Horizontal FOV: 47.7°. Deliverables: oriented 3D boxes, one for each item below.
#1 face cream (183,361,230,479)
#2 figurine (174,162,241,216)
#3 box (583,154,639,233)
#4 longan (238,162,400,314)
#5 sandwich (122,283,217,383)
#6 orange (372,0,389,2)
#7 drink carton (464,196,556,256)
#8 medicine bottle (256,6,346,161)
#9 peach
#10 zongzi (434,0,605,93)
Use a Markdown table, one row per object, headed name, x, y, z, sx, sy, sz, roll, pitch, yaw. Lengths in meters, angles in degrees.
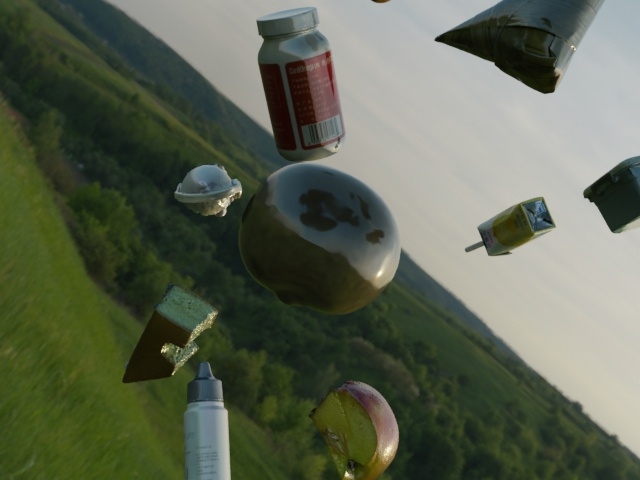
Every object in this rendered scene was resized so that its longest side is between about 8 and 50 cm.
| name | x | y | z | sx | sy | sz | roll | pitch | yaw |
| --- | --- | --- | --- | --- | --- | --- | --- | --- | --- |
| face cream | -0.226 | 0.396 | 1.438 | 0.092 | 0.092 | 0.311 | 36 | 45 | -63 |
| figurine | -0.276 | -0.117 | 1.789 | 0.237 | 0.163 | 0.141 | -132 | -145 | -79 |
| box | 0.668 | -0.108 | 1.462 | 0.162 | 0.227 | 0.130 | 124 | -51 | -63 |
| longan | 0.000 | 0.000 | 1.620 | 0.361 | 0.361 | 0.361 | 41 | 3 | -2 |
| sandwich | -0.346 | 0.231 | 1.615 | 0.128 | 0.235 | 0.122 | 32 | 24 | 3 |
| orange | 0.153 | -0.634 | 1.815 | 0.085 | 0.085 | 0.085 | 41 | 3 | -2 |
| drink carton | 0.361 | -0.016 | 1.405 | 0.084 | 0.075 | 0.200 | 68 | -26 | 8 |
| medicine bottle | -0.035 | -0.272 | 1.275 | 0.131 | 0.131 | 0.250 | -133 | -151 | -63 |
| peach | 0.051 | 0.266 | 1.007 | 0.118 | 0.151 | 0.151 | -1 | 34 | -43 |
| zongzi | 0.405 | -0.473 | 1.468 | 0.300 | 0.286 | 0.138 | 28 | -2 | 37 |
